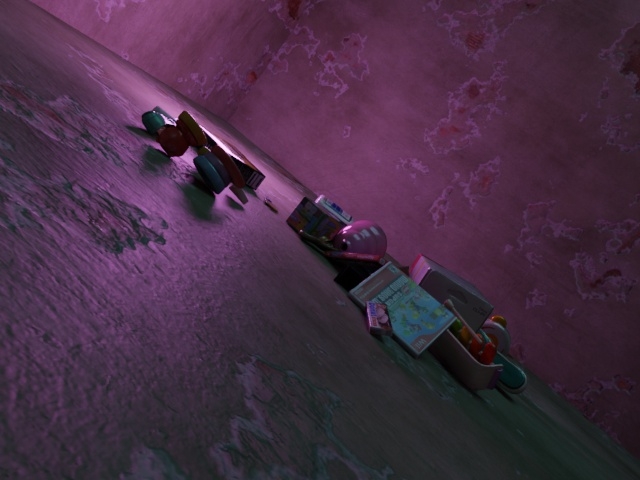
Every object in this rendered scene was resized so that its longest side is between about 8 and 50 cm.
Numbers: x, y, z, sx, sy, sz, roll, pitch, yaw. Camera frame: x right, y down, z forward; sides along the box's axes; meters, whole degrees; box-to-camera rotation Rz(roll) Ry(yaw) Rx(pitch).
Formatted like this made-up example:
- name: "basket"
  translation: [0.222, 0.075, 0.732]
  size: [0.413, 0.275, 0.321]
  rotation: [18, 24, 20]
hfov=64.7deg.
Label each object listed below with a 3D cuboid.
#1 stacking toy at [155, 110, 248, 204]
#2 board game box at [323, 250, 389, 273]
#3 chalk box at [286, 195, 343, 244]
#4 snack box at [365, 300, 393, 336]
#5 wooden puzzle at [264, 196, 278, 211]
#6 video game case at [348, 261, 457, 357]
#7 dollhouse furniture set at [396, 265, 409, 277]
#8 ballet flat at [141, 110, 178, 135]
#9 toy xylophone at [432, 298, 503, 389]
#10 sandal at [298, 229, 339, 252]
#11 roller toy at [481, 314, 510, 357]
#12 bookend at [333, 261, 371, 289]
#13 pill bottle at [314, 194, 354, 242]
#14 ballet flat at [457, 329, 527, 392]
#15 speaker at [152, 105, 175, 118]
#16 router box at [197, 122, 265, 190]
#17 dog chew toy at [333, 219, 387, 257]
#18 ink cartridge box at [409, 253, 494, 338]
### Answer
- name: "stacking toy"
  translation: [-0.379, -0.229, 1.630]
  size: [0.309, 0.130, 0.279]
  rotation: [45, -16, 25]
- name: "board game box"
  translation: [0.154, 0.085, 1.850]
  size: [0.145, 0.027, 0.281]
  rotation: [33, -18, -36]
- name: "chalk box"
  translation: [-0.034, -0.076, 2.009]
  size: [0.132, 0.132, 0.213]
  rotation: [44, 11, 31]
- name: "snack box"
  translation: [0.166, 0.223, 1.453]
  size: [0.064, 0.022, 0.178]
  rotation: [9, 16, -1]
- name: "wooden puzzle"
  translation: [-0.204, -0.146, 2.071]
  size: [0.078, 0.014, 0.116]
  rotation: [41, 8, -10]
- name: "video game case"
  translation: [0.255, 0.206, 1.574]
  size: [0.285, 0.204, 0.025]
  rotation: [42, -35, 23]
- name: "dollhouse furniture set"
  translation: [0.306, 0.180, 1.729]
  size: [0.128, 0.184, 0.129]
  rotation: [-6, -4, 15]
- name: "ballet flat"
  translation: [-0.545, -0.389, 1.774]
  size: [0.087, 0.083, 0.247]
  rotation: [62, 9, 0]
- name: "toy xylophone"
  translation: [0.466, 0.335, 1.661]
  size: [0.081, 0.236, 0.323]
  rotation: [-13, 48, -24]
- name: "sandal"
  translation: [0.000, 0.000, 1.921]
  size: [0.180, 0.049, 0.072]
  rotation: [29, -13, -13]
- name: "roller toy"
  translation: [0.749, 0.447, 2.250]
  size: [0.191, 0.209, 0.146]
  rotation: [69, 17, 11]
- name: "bookend"
  translation: [0.141, 0.152, 1.700]
  size: [0.157, 0.072, 0.156]
  rotation: [40, 9, 11]
- name: "pill bottle"
  translation: [0.064, -0.079, 2.363]
  size: [0.264, 0.153, 0.153]
  rotation: [37, 8, -6]
- name: "ballet flat"
  translation: [0.672, 0.479, 2.067]
  size: [0.139, 0.139, 0.400]
  rotation: [29, 13, -47]
- name: "speaker"
  translation: [-0.601, -0.470, 1.997]
  size: [0.136, 0.055, 0.055]
  rotation: [38, 8, -3]
- name: "router box"
  translation: [-0.404, -0.359, 2.146]
  size: [0.243, 0.081, 0.309]
  rotation: [28, 13, -50]
- name: "dog chew toy"
  translation: [0.153, 0.019, 2.101]
  size: [0.206, 0.207, 0.332]
  rotation: [40, 17, 17]
- name: "ink cartridge box"
  translation: [0.486, 0.209, 1.994]
  size: [0.279, 0.160, 0.384]
  rotation: [32, 8, 2]
